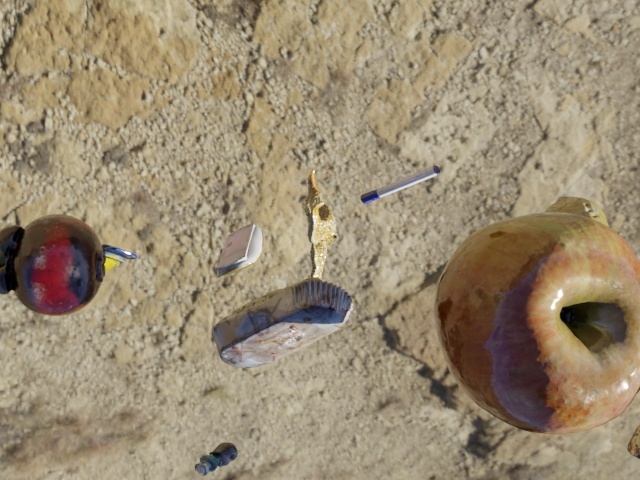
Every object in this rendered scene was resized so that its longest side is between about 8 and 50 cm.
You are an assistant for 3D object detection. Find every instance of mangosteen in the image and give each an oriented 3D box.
[{"bbox_3d":[-0.580,0.048,1.456,0.258,0.215,0.215,5,128,-4],"label":"mangosteen"}]

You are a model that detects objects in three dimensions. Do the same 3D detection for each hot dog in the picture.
[{"bbox_3d":[-0.064,0.139,1.156,0.268,0.075,0.144,-28,140,28],"label":"hot dog"}]

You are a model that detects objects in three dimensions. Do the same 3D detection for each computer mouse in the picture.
[{"bbox_3d":[-0.223,0.032,1.951,0.126,0.245,0.056,-24,114,11],"label":"computer mouse"}]

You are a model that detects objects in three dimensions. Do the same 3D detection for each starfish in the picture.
[{"bbox_3d":[0.004,-0.019,1.766,0.084,0.293,0.301,-8,118,2],"label":"starfish"}]

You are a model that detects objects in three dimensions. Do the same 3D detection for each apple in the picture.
[{"bbox_3d":[0.294,0.105,0.961,0.302,0.301,0.301,-13,132,-15],"label":"apple"}]

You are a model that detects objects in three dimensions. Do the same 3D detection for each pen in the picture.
[{"bbox_3d":[0.232,-0.165,2.069,0.269,0.033,0.033,-21,142,37],"label":"pen"}]

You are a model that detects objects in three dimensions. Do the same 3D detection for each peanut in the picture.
[{"bbox_3d":[0.460,0.009,1.255,0.129,0.224,0.129,6,144,4],"label":"peanut"}]

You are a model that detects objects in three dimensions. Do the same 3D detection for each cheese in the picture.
[{"bbox_3d":[-0.545,0.039,1.714,0.250,0.064,0.156,-5,158,37],"label":"cheese"}]

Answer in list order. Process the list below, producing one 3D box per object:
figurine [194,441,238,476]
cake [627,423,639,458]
[{"bbox_3d":[-0.231,0.481,1.548,0.060,0.047,0.106,-20,180,40],"label":"figurine"},{"bbox_3d":[0.691,0.372,1.237,0.246,0.112,0.135,25,85,-4],"label":"cake"}]
